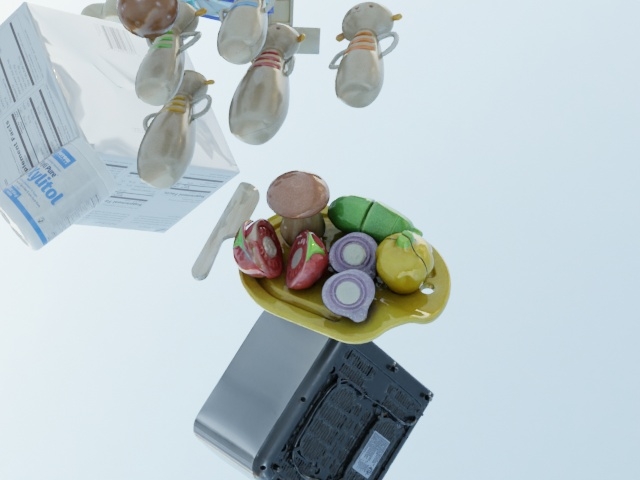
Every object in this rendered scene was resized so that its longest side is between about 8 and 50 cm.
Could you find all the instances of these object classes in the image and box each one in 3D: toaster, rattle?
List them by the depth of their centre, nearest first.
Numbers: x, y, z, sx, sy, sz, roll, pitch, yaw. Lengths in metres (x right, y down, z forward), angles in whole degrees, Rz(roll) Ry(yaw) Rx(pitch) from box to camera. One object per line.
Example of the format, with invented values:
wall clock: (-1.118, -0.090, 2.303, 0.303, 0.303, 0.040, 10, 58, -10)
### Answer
toaster: (-0.006, 0.167, 1.395, 0.110, 0.168, 0.186, 23, -103, 44)
rattle: (-0.235, -0.319, 1.999, 0.143, 0.130, 0.200, -57, -178, -19)

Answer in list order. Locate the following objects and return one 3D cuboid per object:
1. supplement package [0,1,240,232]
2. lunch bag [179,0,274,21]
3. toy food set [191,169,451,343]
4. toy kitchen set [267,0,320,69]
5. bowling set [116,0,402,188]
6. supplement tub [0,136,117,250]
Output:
supplement package: (-0.259, -0.136, 1.769, 0.145, 0.261, 0.204, -36, -113, 29)
lunch bag: (-0.122, -0.307, 1.602, 0.096, 0.151, 0.129, -14, -112, 64)
toy food set: (0.000, 0.000, 1.217, 0.128, 0.217, 0.071, -55, 154, -37)
toy kitchen set: (-0.049, -0.228, 1.693, 0.075, 0.068, 0.083, 13, -77, 55)
bowling set: (-0.085, -0.191, 1.371, 0.287, 0.200, 0.154, -18, -142, 24)
supplement tub: (-0.265, -0.046, 1.523, 0.107, 0.071, 0.071, -40, -162, -14)
